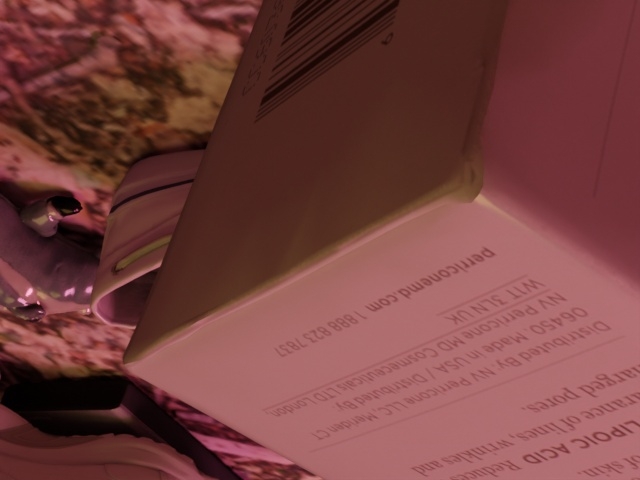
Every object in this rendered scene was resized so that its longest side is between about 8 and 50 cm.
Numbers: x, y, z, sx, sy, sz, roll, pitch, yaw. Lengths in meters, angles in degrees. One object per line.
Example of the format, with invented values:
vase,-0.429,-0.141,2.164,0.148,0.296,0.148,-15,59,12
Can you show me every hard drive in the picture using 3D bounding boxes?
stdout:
hard drive,-0.110,0.123,1.001,0.094,0.022,0.135,-5,142,35

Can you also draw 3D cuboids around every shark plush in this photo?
shark plush,-0.131,0.006,0.793,0.161,0.073,0.067,24,120,-1

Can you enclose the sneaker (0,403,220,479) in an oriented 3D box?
sneaker,-0.147,0.162,0.944,0.232,0.115,0.090,13,150,10

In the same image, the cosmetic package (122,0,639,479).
cosmetic package,0.164,0.019,0.494,0.385,0.217,0.156,29,148,-21

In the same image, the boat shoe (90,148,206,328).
boat shoe,0.000,0.000,0.684,0.226,0.076,0.083,-13,138,42
